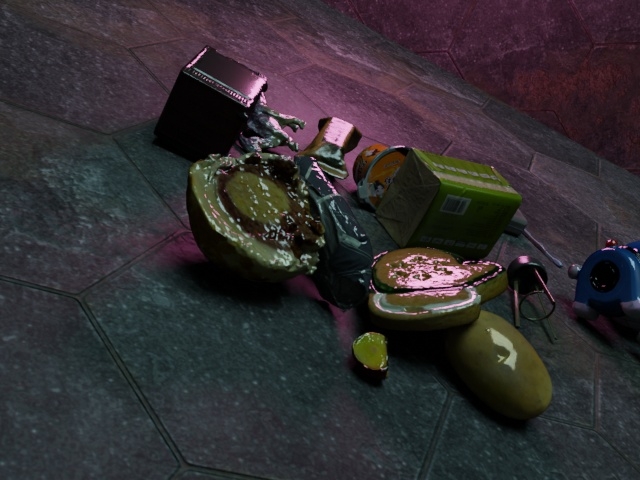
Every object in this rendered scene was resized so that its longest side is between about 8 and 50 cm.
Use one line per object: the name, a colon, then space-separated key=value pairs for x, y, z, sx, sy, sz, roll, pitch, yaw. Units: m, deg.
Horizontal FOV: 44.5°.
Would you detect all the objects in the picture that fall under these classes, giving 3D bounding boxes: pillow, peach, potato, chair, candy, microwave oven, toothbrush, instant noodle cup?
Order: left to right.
microwave oven: x=-0.243 y=-0.299 z=1.769 sx=0.178 sy=0.188 sz=0.247 roll=26 pitch=26 yaw=-6
pillow: x=0.003 y=-0.019 z=1.486 sx=0.093 sy=0.161 sz=0.335 roll=-4 pitch=46 yaw=-36
candy: x=0.028 y=-0.235 z=2.022 sx=0.143 sy=0.101 sz=0.271 roll=21 pitch=31 yaw=4
peach: x=0.093 y=0.201 z=1.326 sx=0.077 sy=0.050 sz=0.083 roll=-27 pitch=45 yaw=-32
instant noodle cup: x=0.158 y=-0.167 z=1.956 sx=0.208 sy=0.177 sz=0.125 roll=-4 pitch=24 yaw=-26
potato: x=0.321 y=0.223 z=1.424 sx=0.150 sy=0.146 sz=0.234 roll=-31 pitch=56 yaw=-23
chair: x=0.495 y=0.132 z=1.808 sx=0.095 sy=0.104 sz=0.221 roll=46 pitch=23 yaw=-24
toothbrush: x=0.621 y=0.013 z=2.224 sx=0.019 sy=0.013 sz=0.193 roll=11 pitch=30 yaw=-43

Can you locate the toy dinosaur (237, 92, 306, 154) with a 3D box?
toy dinosaur: x=-0.124 y=-0.290 z=1.993 sx=0.162 sy=0.077 sz=0.294 roll=19 pitch=27 yaw=-13

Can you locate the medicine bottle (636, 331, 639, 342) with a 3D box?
medicine bottle: x=0.861 y=0.327 z=1.765 sx=0.110 sy=0.110 sz=0.352 roll=4 pitch=34 yaw=-40

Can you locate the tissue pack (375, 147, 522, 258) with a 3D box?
tissue pack: x=0.308 y=-0.083 z=1.887 sx=0.275 sy=0.200 sz=0.167 roll=7 pitch=34 yaw=-36

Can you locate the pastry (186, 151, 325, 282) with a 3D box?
pastry: x=-0.135 y=-0.026 z=1.395 sx=0.237 sy=0.170 sz=0.255 roll=-7 pitch=64 yaw=-37

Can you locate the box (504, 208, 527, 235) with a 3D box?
box: x=0.463 y=-0.088 z=2.212 sx=0.244 sy=0.055 sz=0.103 roll=19 pitch=27 yaw=-19

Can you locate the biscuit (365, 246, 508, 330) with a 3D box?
biscuit: x=0.218 y=0.079 z=1.506 sx=0.288 sy=0.057 sz=0.343 roll=-3 pitch=19 yaw=4

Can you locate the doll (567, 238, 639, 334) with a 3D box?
doll: x=0.789 y=0.112 z=1.947 sx=0.310 sy=0.240 sz=0.284 roll=14 pitch=0 yaw=-38
